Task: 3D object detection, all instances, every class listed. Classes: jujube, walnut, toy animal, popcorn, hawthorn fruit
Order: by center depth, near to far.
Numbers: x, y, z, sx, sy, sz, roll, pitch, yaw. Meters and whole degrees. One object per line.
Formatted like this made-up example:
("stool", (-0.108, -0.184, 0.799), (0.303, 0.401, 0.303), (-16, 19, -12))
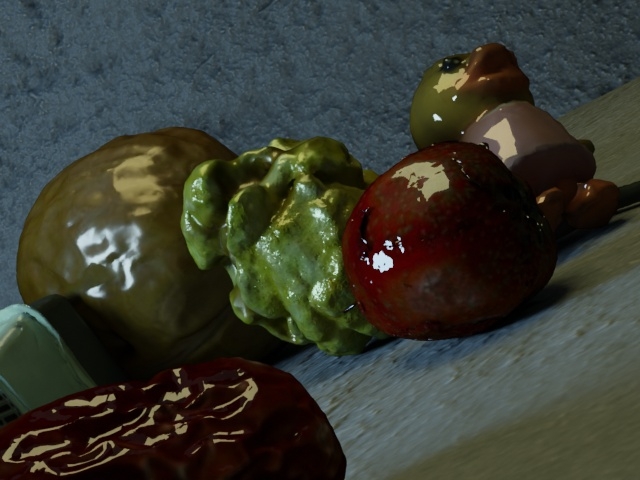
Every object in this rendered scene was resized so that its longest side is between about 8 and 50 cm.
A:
("jujube", (-0.102, 0.155, 0.803), (0.230, 0.155, 0.155), (-24, 3, -9))
("hawthorn fruit", (0.100, 0.021, 1.183), (0.235, 0.181, 0.181), (-40, -3, 32))
("popcorn", (0.000, 0.000, 1.382), (0.250, 0.235, 0.242), (19, 32, 38))
("toy animal", (0.194, -0.105, 1.421), (0.195, 0.281, 0.169), (-10, -33, -29))
("walnut", (-0.197, 0.035, 1.649), (0.398, 0.354, 0.308), (-21, 36, 47))

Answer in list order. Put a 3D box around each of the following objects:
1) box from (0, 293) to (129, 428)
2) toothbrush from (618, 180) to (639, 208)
("box", (-0.374, 0.201, 1.543), (0.290, 0.220, 0.166), (-23, 18, 36))
("toothbrush", (0.361, -0.061, 1.357), (0.297, 0.030, 0.030), (-22, 17, 50))
